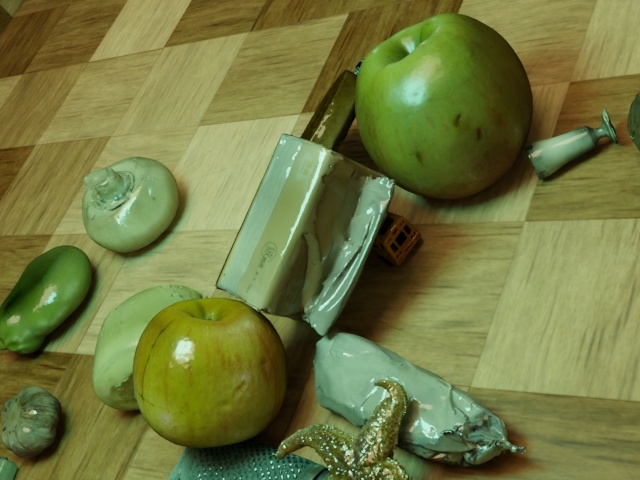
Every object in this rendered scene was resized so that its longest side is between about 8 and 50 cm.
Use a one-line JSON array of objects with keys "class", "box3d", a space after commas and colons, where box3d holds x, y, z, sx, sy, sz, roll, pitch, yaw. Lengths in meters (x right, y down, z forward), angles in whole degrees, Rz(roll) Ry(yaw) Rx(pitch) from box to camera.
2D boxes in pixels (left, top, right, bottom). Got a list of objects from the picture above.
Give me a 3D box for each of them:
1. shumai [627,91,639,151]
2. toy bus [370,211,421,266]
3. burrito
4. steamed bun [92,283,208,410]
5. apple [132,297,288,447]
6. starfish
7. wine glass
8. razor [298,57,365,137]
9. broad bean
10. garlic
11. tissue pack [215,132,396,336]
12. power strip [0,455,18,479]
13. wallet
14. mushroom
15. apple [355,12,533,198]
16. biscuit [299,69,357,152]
[{"class": "shumai", "box3d": [0.590, -0.187, 1.592, 0.185, 0.184, 0.218, -42, -2, 22]}, {"class": "toy bus", "box3d": [0.092, -0.023, 1.928, 0.194, 0.088, 0.083, 22, 70, 47]}, {"class": "burrito", "box3d": [0.137, 0.262, 1.616, 0.445, 0.101, 0.139, 22, 70, 47]}, {"class": "steamed bun", "box3d": [-0.346, 0.197, 2.012, 0.273, 0.166, 0.232, -25, 43, 19]}, {"class": "apple", "box3d": [-0.195, 0.226, 1.773, 0.286, 0.233, 0.286, 0, 11, 0]}, {"class": "starfish", "box3d": [0.059, 0.371, 1.523, 0.299, 0.060, 0.302, -48, 58, 10]}, {"class": "wine glass", "box3d": [0.444, -0.169, 1.800, 0.155, 0.072, 0.072, -25, 42, 17]}, {"class": "razor", "box3d": [0.028, -0.295, 2.271, 0.253, 0.042, 0.082, -51, -2, -11]}, {"class": "broad bean", "box3d": [-0.638, 0.134, 2.347, 0.238, 0.119, 0.291, -3, 49, 49]}, {"class": "garlic", "box3d": [-0.591, 0.374, 2.099, 0.159, 0.102, 0.147, -13, 59, 45]}, {"class": "tissue pack", "box3d": [0.000, 0.000, 1.793, 0.238, 0.238, 0.306, 26, 92, 49]}, {"class": "power strip", "box3d": [-0.693, 0.564, 2.045, 0.080, 0.048, 0.286, -11, 49, 33]}, {"class": "wallet", "box3d": [-0.145, 0.441, 1.702, 0.342, 0.075, 0.237, 9, 57, 44]}, {"class": "mushroom", "box3d": [-0.450, -0.092, 2.345, 0.246, 0.202, 0.246, -15, 55, 23]}, {"class": "apple", "box3d": [0.215, -0.249, 1.870, 0.338, 0.305, 0.339, -23, 43, 23]}, {"class": "biscuit", "box3d": [-0.022, -0.160, 2.067, 0.394, 0.070, 0.350, -60, 8, 4]}]
